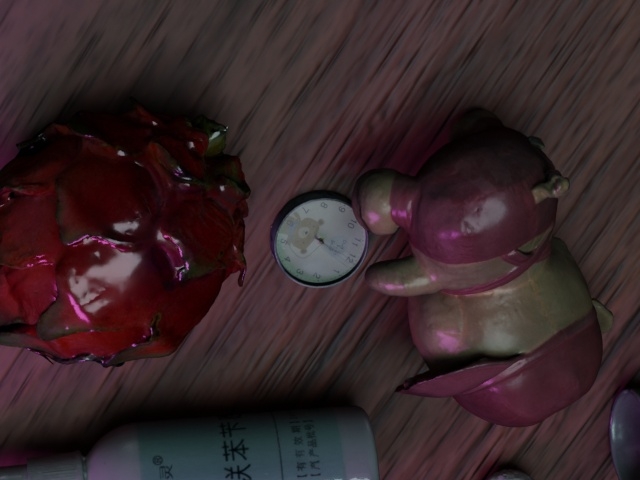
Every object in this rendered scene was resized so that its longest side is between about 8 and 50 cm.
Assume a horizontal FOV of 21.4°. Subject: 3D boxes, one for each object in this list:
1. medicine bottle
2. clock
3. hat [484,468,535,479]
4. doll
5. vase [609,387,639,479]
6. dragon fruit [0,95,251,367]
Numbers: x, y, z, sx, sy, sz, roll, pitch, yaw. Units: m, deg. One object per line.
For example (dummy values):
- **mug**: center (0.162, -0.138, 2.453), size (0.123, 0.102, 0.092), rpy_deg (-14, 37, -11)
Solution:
- **medicine bottle**: center (-0.130, 0.206, 1.426), size (0.351, 0.110, 0.110), rpy_deg (-4, 112, -8)
- **clock**: center (0.000, 0.000, 1.418), size (0.085, 0.017, 0.085), rpy_deg (-3, 112, -9)
- **hat**: center (0.137, 0.275, 1.525), size (0.112, 0.093, 0.162), rpy_deg (36, 84, -30)
- **doll**: center (0.133, 0.035, 1.381), size (0.196, 0.152, 0.256), rpy_deg (-20, 113, -1)
- **vase**: center (0.378, 0.175, 1.513), size (0.219, 0.096, 0.096), rpy_deg (-1, 111, -12)
- **dragon fruit**: center (-0.171, 0.004, 1.310), size (0.274, 0.193, 0.192), rpy_deg (-40, 139, 8)
